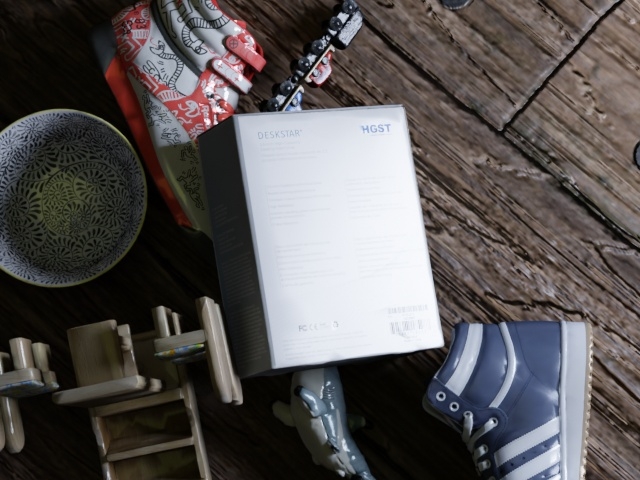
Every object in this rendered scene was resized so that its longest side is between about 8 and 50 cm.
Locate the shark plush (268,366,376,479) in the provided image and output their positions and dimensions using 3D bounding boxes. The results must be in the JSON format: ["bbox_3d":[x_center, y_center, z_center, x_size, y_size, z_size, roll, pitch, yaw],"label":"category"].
[{"bbox_3d":[0.023,0.178,1.730,0.067,0.073,0.161,-31,75,-30],"label":"shark plush"}]

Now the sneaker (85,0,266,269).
[{"bbox_3d":[-0.105,-0.118,1.754,0.145,0.090,0.270,-28,79,3],"label":"sneaker"}]

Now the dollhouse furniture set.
[{"bbox_3d":[-0.173,0.159,1.651,0.212,0.242,0.161,-12,83,4],"label":"dollhouse furniture set"}]

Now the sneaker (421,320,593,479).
[{"bbox_3d":[0.163,0.207,1.688,0.153,0.099,0.282,6,77,0],"label":"sneaker"}]

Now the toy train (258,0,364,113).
[{"bbox_3d":[-0.007,-0.165,1.766,0.036,0.027,0.158,43,69,-20],"label":"toy train"}]

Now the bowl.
[{"bbox_3d":[-0.242,-0.036,1.761,0.170,0.080,0.170,-1,84,5],"label":"bowl"}]

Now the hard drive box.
[{"bbox_3d":[0.000,0.000,1.695,0.181,0.089,0.232,-5,82,-27],"label":"hard drive box"}]
